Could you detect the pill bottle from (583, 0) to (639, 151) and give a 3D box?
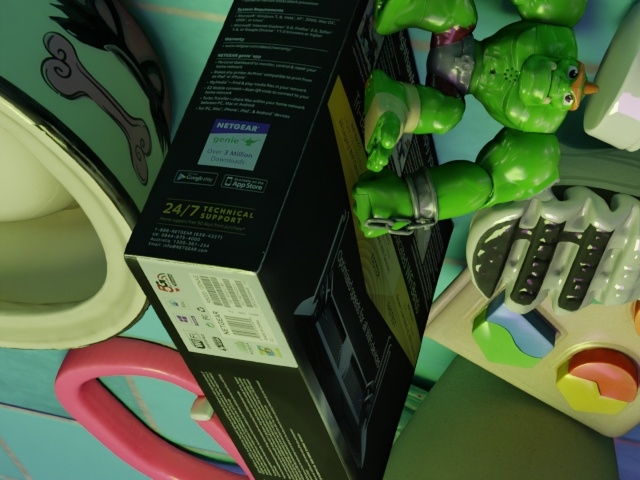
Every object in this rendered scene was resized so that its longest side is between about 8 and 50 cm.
[{"bbox_3d":[0.250,-0.060,0.754,0.193,0.108,0.108,21,150,-4],"label":"pill bottle"}]

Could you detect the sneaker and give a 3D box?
[{"bbox_3d":[0.235,-0.004,0.860,0.292,0.118,0.110,14,132,-8],"label":"sneaker"}]

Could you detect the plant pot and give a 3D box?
[{"bbox_3d":[0.141,0.226,1.113,0.256,0.274,0.256,13,149,8],"label":"plant pot"}]

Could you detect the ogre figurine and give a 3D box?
[{"bbox_3d":[0.087,-0.098,0.758,0.118,0.197,0.097,5,172,-13],"label":"ogre figurine"}]

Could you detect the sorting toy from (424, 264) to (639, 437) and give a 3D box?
[{"bbox_3d":[0.198,0.059,0.995,0.208,0.038,0.193,26,131,-15],"label":"sorting toy"}]

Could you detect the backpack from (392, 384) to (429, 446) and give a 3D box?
[{"bbox_3d":[0.045,0.182,1.254,0.182,0.115,0.152,22,161,-7],"label":"backpack"}]

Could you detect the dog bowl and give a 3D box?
[{"bbox_3d":[-0.287,-0.089,0.969,0.408,0.150,0.408,14,148,9],"label":"dog bowl"}]

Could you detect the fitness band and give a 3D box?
[{"bbox_3d":[-0.157,0.199,1.453,0.209,0.054,0.291,-1,143,31],"label":"fitness band"}]

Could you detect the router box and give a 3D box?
[{"bbox_3d":[0.000,0.000,0.859,0.081,0.243,0.309,7,147,19],"label":"router box"}]
